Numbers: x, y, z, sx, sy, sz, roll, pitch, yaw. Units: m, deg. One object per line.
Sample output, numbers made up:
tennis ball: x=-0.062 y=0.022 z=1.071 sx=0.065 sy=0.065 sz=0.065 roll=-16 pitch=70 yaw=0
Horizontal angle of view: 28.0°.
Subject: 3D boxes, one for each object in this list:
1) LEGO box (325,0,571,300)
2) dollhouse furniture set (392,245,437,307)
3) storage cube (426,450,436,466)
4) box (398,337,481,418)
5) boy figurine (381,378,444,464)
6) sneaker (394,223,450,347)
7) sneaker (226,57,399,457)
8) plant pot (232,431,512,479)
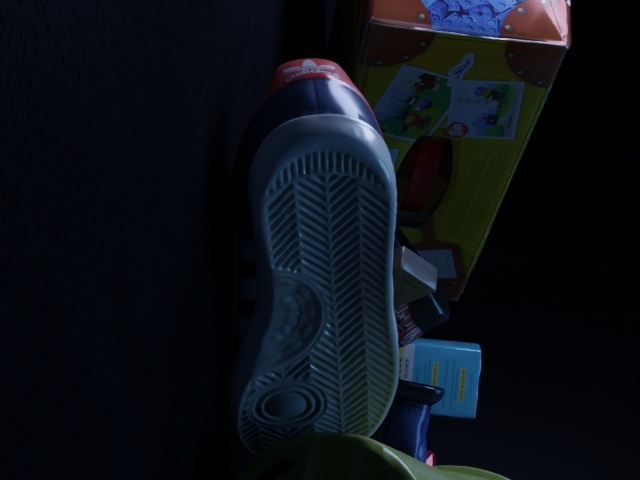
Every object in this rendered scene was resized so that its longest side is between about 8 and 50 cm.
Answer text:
LEGO box: x=0.117 y=-0.214 z=1.441 sx=0.500 sy=0.193 sz=0.372 roll=102 pitch=-7 yaw=-59
dollhouse furniture set: x=0.028 y=-0.024 z=1.176 sx=0.151 sy=0.144 sz=0.123 roll=33 pitch=49 yaw=-34
storage cube: x=0.045 y=0.375 z=1.515 sx=0.183 sy=0.215 sz=0.193 roll=89 pitch=0 yaw=-49
box: x=0.100 y=0.186 z=1.807 sx=0.060 sy=0.244 sz=0.100 roll=-39 pitch=133 yaw=-84
boy figurine: x=0.068 y=0.282 z=1.310 sx=0.177 sy=0.092 sz=0.285 roll=33 pitch=68 yaw=-83
sneaker: x=0.000 y=0.001 z=1.267 sx=0.270 sy=0.145 sz=0.090 roll=57 pitch=14 yaw=-10
sneaker: x=-0.007 y=0.021 z=0.963 sx=0.148 sy=0.131 sz=0.350 roll=-100 pitch=-166 yaw=-47
plant pot: x=0.044 y=0.268 z=0.971 sx=0.254 sy=0.276 sz=0.276 roll=45 pitch=44 yaw=-52
